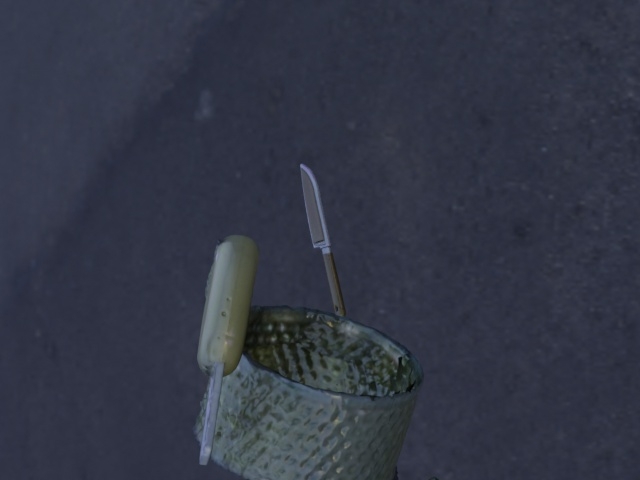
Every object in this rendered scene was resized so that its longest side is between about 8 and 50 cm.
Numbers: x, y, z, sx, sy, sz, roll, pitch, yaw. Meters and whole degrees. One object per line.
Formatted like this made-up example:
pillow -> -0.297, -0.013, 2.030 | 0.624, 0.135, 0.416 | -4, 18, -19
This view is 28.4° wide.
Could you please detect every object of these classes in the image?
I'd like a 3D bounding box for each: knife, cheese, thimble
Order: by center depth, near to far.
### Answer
cheese -> -0.112, 0.124, 1.389 | 0.127, 0.050, 0.255 | 115, 165, -57
thimble -> -0.010, 0.198, 1.572 | 0.271, 0.271, 0.150 | 43, 122, 55
knife -> -0.001, 0.000, 2.016 | 0.046, 0.022, 0.256 | -18, 84, 61

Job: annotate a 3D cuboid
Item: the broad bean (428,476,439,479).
broad bean -> 0.152, 0.451, 1.810 | 0.069, 0.039, 0.226 | -76, -7, -77
